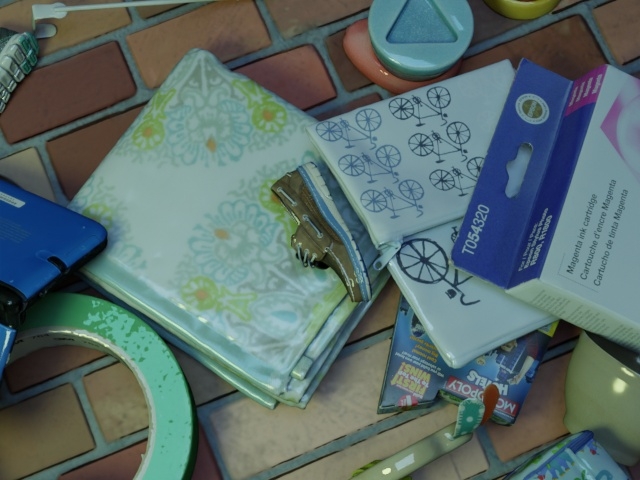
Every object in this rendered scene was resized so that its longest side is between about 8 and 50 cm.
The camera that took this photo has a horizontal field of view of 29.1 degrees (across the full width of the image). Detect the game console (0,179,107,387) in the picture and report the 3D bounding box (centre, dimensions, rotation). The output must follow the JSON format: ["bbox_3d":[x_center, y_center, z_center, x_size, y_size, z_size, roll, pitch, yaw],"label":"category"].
[{"bbox_3d":[-0.426,0.059,1.416,0.293,0.173,0.250,23,40,22],"label":"game console"}]

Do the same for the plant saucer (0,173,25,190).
[{"bbox_3d":[-0.423,-0.003,1.501,0.169,0.029,0.168,0,73,1],"label":"plant saucer"}]

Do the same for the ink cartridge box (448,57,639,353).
[{"bbox_3d":[0.350,-0.043,1.434,0.330,0.071,0.324,25,61,-4],"label":"ink cartridge box"}]

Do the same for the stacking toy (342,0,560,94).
[{"bbox_3d":[0.141,-0.359,1.558,0.309,0.130,0.279,-41,78,-12],"label":"stacking toy"}]

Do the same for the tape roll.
[{"bbox_3d":[-0.303,0.222,1.410,0.321,0.077,0.321,0,73,-1],"label":"tape roll"}]

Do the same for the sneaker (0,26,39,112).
[{"bbox_3d":[-0.429,-0.202,1.553,0.076,0.065,0.166,27,71,24],"label":"sneaker"}]

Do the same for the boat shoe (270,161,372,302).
[{"bbox_3d":[0.000,0.000,1.401,0.066,0.066,0.183,-25,64,-4],"label":"boat shoe"}]

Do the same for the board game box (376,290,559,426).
[{"bbox_3d":[0.153,0.136,1.446,0.194,0.060,0.194,25,76,7],"label":"board game box"}]

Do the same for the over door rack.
[{"bbox_3d":[-0.236,-0.408,1.583,0.324,0.108,0.239,-11,73,-3],"label":"over door rack"}]

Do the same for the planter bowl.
[{"bbox_3d":[0.343,0.186,1.394,0.162,0.162,0.109,29,102,8],"label":"planter bowl"}]

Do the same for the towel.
[{"bbox_3d":[-0.096,-0.015,1.479,0.374,0.090,0.320,33,73,9],"label":"towel"}]

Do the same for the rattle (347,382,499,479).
[{"bbox_3d":[0.137,0.267,1.356,0.200,0.130,0.142,-29,63,11],"label":"rattle"}]

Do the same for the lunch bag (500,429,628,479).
[{"bbox_3d":[0.214,0.304,1.330,0.219,0.176,0.090,-34,77,-21],"label":"lunch bag"}]

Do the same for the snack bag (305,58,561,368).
[{"bbox_3d":[0.191,-0.040,1.450,0.323,0.037,0.342,-20,70,-27],"label":"snack bag"}]
